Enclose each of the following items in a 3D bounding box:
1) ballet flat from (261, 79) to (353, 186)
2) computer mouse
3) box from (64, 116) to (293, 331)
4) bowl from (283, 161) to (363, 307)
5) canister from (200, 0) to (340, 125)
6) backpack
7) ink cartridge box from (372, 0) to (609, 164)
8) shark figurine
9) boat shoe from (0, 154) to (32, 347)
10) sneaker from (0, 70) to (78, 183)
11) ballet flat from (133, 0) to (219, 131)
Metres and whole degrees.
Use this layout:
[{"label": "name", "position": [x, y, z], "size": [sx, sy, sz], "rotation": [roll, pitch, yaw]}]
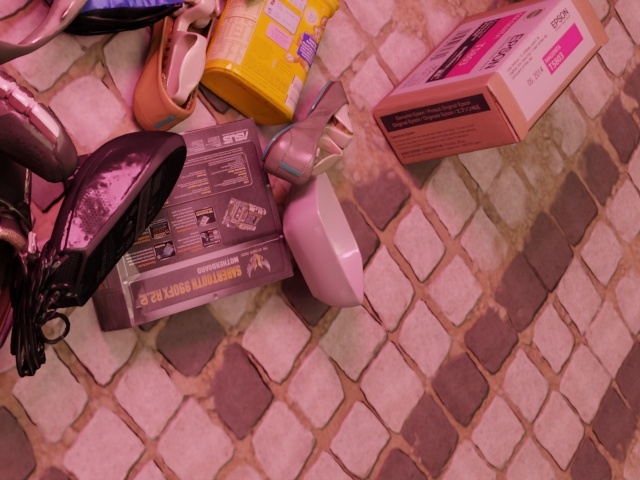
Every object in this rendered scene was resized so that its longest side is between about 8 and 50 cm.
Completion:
[{"label": "ballet flat", "position": [0.000, -0.115, 1.831], "size": [0.068, 0.072, 0.213], "rotation": [30, 32, 6]}, {"label": "computer mouse", "position": [-0.222, -0.016, 1.546], "size": [0.072, 0.188, 0.272], "rotation": [30, 53, 9]}, {"label": "box", "position": [-0.147, -0.021, 1.728], "size": [0.231, 0.056, 0.183], "rotation": [-18, 95, -42]}, {"label": "bowl", "position": [0.000, 0.000, 1.822], "size": [0.142, 0.053, 0.142], "rotation": [-92, 159, -63]}, {"label": "canister", "position": [-0.059, -0.229, 1.832], "size": [0.126, 0.073, 0.170], "rotation": [35, 63, -32]}, {"label": "backpack", "position": [-0.219, -0.261, 1.681], "size": [0.120, 0.098, 0.101], "rotation": [-14, 85, -30]}, {"label": "ink cartridge box", "position": [0.206, -0.199, 1.982], "size": [0.234, 0.193, 0.088], "rotation": [-47, 113, -37]}, {"label": "shark figurine", "position": [-0.255, -0.284, 1.595], "size": [0.166, 0.116, 0.278], "rotation": [9, 97, -30]}, {"label": "boat shoe", "position": [-0.313, 0.002, 1.551], "size": [0.103, 0.092, 0.285], "rotation": [25, 67, -37]}, {"label": "sneaker", "position": [-0.370, -0.103, 1.488], "size": [0.281, 0.106, 0.162], "rotation": [36, 68, 4]}, {"label": "ballet flat", "position": [-0.140, -0.224, 1.757], "size": [0.080, 0.073, 0.232], "rotation": [24, 67, -37]}]
